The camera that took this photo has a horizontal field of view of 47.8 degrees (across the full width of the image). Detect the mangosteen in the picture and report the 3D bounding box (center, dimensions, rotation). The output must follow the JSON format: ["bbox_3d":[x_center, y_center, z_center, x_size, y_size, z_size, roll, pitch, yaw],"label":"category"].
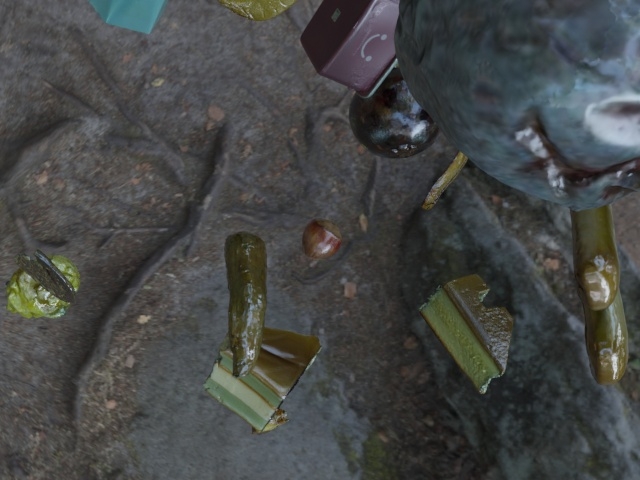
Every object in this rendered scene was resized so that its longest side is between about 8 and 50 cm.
[{"bbox_3d":[0.216,-0.372,2.041,0.288,0.288,0.288,3,85,-30],"label":"mangosteen"}]

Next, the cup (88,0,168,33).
[{"bbox_3d":[-0.285,-0.473,1.163,0.148,0.235,0.134,1,56,-35],"label":"cup"}]

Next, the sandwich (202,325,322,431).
[{"bbox_3d":[-0.137,0.278,1.663,0.198,0.155,0.227,35,34,5],"label":"sandwich"}]

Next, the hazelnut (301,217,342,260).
[{"bbox_3d":[0.000,0.000,1.358,0.086,0.086,0.086,3,85,-30],"label":"hazelnut"}]

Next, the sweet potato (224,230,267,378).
[{"bbox_3d":[-0.105,0.076,1.014,0.062,0.081,0.233,0,54,-6],"label":"sweet potato"}]

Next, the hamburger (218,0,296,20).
[{"bbox_3d":[-0.126,-0.542,1.402,0.215,0.189,0.122,19,50,-19],"label":"hamburger"}]

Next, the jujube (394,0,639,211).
[{"bbox_3d":[0.195,-0.161,0.591,0.246,0.308,0.215,12,119,-38],"label":"jujube"}]

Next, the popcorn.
[{"bbox_3d":[-0.636,0.107,1.647,0.142,0.173,0.173,50,64,-23],"label":"popcorn"}]

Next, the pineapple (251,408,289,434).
[{"bbox_3d":[-0.139,0.425,1.764,0.069,0.137,0.116,-1,113,-33],"label":"pineapple"}]

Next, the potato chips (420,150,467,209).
[{"bbox_3d":[0.238,-0.138,1.244,0.026,0.037,0.204,34,96,5],"label":"potato chips"}]

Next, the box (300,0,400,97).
[{"bbox_3d":[0.095,-0.507,1.708,0.167,0.294,0.193,10,42,-38],"label":"box"}]

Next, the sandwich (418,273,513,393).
[{"bbox_3d":[0.320,0.191,1.487,0.128,0.122,0.235,-12,53,-26],"label":"sandwich"}]

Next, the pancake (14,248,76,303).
[{"bbox_3d":[-0.541,0.058,1.397,0.020,0.190,0.184,-52,150,-27],"label":"pancake"}]

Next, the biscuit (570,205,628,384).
[{"bbox_3d":[0.405,0.037,1.059,0.290,0.062,0.236,-67,144,-52],"label":"biscuit"}]
